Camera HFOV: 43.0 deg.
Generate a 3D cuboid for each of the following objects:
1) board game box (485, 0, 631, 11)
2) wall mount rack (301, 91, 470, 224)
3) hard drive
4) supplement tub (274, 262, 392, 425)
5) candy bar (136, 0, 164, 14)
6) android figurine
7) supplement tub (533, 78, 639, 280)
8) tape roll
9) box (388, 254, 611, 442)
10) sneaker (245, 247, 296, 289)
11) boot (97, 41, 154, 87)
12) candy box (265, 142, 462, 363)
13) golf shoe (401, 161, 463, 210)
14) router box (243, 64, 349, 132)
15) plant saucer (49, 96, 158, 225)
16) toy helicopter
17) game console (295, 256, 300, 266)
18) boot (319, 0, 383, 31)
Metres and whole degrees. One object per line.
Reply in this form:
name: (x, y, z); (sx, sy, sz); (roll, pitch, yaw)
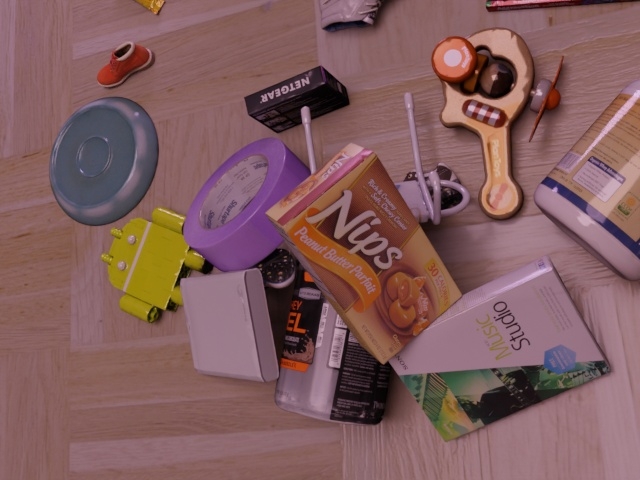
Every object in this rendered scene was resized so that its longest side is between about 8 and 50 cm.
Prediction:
board game box: (0.460, -0.516, 1.541); (0.281, 0.027, 0.145); (3, 80, 25)
wall mount rack: (0.088, -0.133, 1.479); (0.349, 0.131, 0.304); (-7, 37, -1)
hard drive: (-0.185, 0.164, 1.581); (0.307, 0.040, 0.203); (-10, 91, 59)
supplement tub: (0.042, 0.157, 1.501); (0.207, 0.207, 0.338); (7, 82, 25)
candy bar: (-0.442, -0.596, 1.972); (0.161, 0.018, 0.040); (33, 91, 26)
android figurine: (-0.369, 0.050, 1.795); (0.272, 0.056, 0.248); (22, 90, 24)
supplement tub: (0.529, -0.117, 1.319); (0.228, 0.228, 0.316); (44, 100, 25)
tape roll: (-0.146, -0.072, 1.619); (0.274, 0.090, 0.275); (-30, 35, 25)
box: (0.296, 0.192, 1.389); (0.321, 0.058, 0.232); (-28, 111, 19)
sneaker: (-0.103, 0.062, 1.605); (0.085, 0.237, 0.086); (-30, 109, -17)
boot: (-0.479, -0.419, 1.919); (0.157, 0.084, 0.059); (-26, 72, 20)
candy box: (0.076, 0.025, 1.308); (0.183, 0.316, 0.087); (-40, 28, -9)
golf shoe: (0.172, -0.082, 1.564); (0.198, 0.077, 0.094); (-22, 67, 5)
router box: (-0.046, -0.287, 1.668); (0.178, 0.133, 0.046); (-19, 74, 20)
plant saucer: (-0.526, -0.194, 1.920); (0.317, 0.043, 0.318); (-5, 77, 24)
toy helicopter: (0.340, -0.216, 1.504); (0.234, 0.140, 0.355); (-5, 89, 14)
game console: (0.000, 0.000, 1.597); (0.107, 0.122, 0.071); (-39, 69, 12)
boot: (0.113, -0.503, 1.670); (0.258, 0.095, 0.124); (-6, 83, 32)
